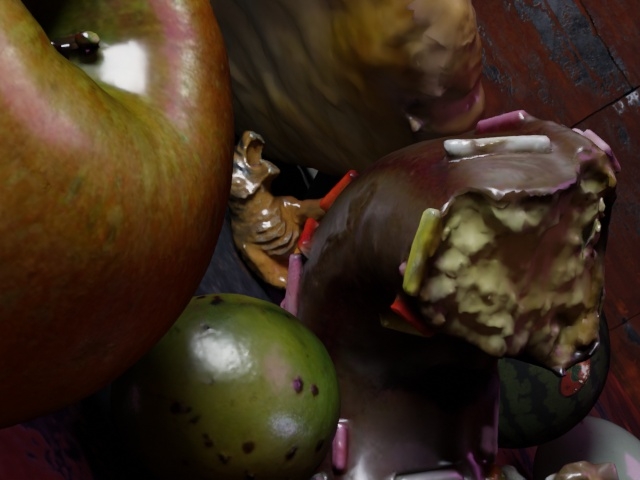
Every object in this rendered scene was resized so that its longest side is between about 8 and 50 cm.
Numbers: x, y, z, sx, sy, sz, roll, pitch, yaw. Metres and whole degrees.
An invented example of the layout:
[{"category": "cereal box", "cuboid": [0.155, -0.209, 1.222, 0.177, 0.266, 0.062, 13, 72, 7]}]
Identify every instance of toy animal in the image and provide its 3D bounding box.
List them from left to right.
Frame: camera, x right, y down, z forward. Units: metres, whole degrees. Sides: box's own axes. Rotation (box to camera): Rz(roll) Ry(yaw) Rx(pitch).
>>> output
[{"category": "toy animal", "cuboid": [-0.004, 0.007, 0.982, 0.116, 0.114, 0.255, 23, -5, 24]}]

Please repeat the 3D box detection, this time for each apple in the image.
[{"category": "apple", "cuboid": [-0.147, -0.046, 0.427, 0.237, 0.207, 0.237, 33, 44, -40]}]

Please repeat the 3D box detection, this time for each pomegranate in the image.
[{"category": "pomegranate", "cuboid": [-0.053, 0.089, 0.595, 0.130, 0.130, 0.130, 52, 16, -21]}]

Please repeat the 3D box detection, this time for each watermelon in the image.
[{"category": "watermelon", "cuboid": [0.191, 0.104, 1.166, 0.212, 0.212, 0.212, 52, 16, -21]}]

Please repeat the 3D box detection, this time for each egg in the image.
[{"category": "egg", "cuboid": [0.331, 0.297, 1.337, 0.192, 0.149, 0.149, 59, 14, 19]}]

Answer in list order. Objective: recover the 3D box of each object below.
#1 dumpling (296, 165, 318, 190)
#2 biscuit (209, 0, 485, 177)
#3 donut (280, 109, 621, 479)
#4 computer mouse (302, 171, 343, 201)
[{"category": "dumpling", "cuboid": [0.009, -0.223, 1.213, 0.341, 0.181, 0.260, 58, 37, 1]}, {"category": "biscuit", "cuboid": [-0.035, -0.225, 0.848, 0.446, 0.104, 0.429, 23, -36, 61]}, {"category": "donut", "cuboid": [0.060, 0.099, 0.659, 0.259, 0.136, 0.345, 7, -85, 64]}, {"category": "computer mouse", "cuboid": [0.078, -0.102, 1.096, 0.086, 0.270, 0.137, 32, 7, 14]}]
